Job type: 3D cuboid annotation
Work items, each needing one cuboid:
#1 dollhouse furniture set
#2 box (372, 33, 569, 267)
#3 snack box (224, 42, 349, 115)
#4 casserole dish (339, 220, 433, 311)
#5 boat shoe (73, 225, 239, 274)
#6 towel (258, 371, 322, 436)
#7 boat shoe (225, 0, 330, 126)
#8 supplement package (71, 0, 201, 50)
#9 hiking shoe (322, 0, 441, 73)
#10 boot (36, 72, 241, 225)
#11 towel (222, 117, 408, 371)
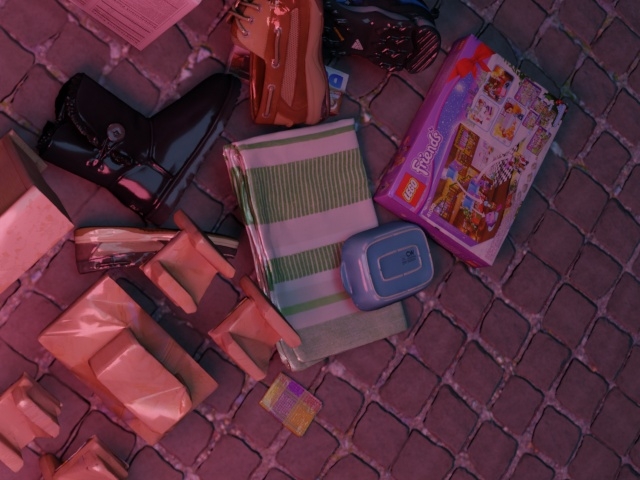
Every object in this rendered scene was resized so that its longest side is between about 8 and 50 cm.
[{"bbox_3d":[-0.303,0.083,1.759,0.362,0.256,0.394,-42,117,-2],"label":"dollhouse furniture set"},{"bbox_3d":[0.229,-0.134,2.099,0.201,0.057,0.293,34,73,-18],"label":"box"},{"bbox_3d":[-0.048,-0.239,2.009,0.178,0.022,0.064,19,77,-21],"label":"snack box"},{"bbox_3d":[0.103,0.034,2.004,0.188,0.037,0.114,-17,95,-46],"label":"casserole dish"},{"bbox_3d":[-0.222,0.019,1.882,0.223,0.080,0.074,3,91,-17],"label":"boat shoe"},{"bbox_3d":[-0.041,0.232,1.972,0.083,0.009,0.060,39,72,-14],"label":"towel"},{"bbox_3d":[-0.062,-0.289,1.877,0.119,0.122,0.324,-13,123,-10],"label":"boat shoe"},{"bbox_3d":[-0.230,-0.407,1.817,0.198,0.262,0.199,34,72,-16],"label":"supplement package"},{"bbox_3d":[0.025,-0.328,2.018,0.304,0.113,0.132,17,35,-11],"label":"hiking shoe"},{"bbox_3d":[-0.244,-0.169,1.878,0.207,0.094,0.247,34,76,-19],"label":"boot"},{"bbox_3d":[0.000,0.000,1.965,0.247,0.038,0.325,-16,92,-41],"label":"towel"}]
